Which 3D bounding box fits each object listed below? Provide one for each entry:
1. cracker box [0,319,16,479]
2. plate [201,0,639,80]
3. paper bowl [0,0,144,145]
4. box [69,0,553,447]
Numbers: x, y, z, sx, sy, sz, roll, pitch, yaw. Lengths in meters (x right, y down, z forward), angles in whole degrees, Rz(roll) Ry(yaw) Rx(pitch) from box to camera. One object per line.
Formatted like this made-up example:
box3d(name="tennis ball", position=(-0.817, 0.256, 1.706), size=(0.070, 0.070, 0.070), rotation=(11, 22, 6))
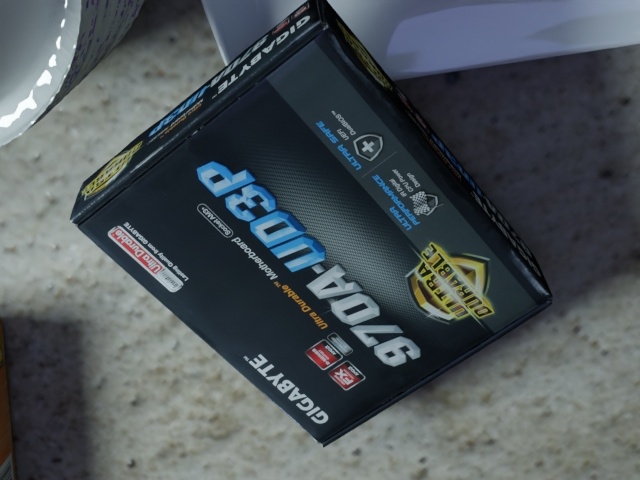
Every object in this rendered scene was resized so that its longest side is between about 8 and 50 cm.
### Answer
box3d(name="cracker box", position=(-0.332, 0.127, 0.656), size=(0.232, 0.067, 0.156), rotation=(4, 109, 5))
box3d(name="plate", position=(0.059, -0.189, 0.448), size=(0.277, 0.045, 0.277), rotation=(-8, 145, 10))
box3d(name="paper bowl", position=(-0.231, -0.164, 0.453), size=(0.284, 0.148, 0.284), rotation=(11, 130, 13))
box3d(name="box", position=(0.000, 0.000, 0.548), size=(0.175, 0.051, 0.220), rotation=(-35, 118, 17))
